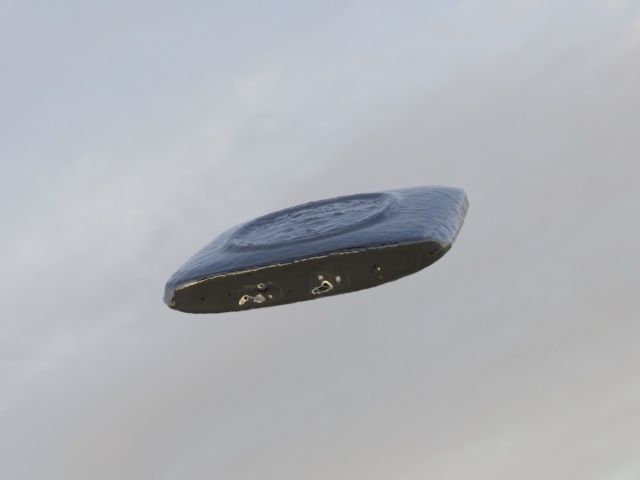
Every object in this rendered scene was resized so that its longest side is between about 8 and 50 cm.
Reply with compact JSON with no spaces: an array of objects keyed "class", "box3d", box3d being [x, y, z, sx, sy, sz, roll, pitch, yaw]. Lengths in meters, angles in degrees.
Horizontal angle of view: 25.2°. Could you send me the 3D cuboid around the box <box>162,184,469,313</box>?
[{"class":"box","box3d":[0.000,0.000,1.056,0.212,0.042,0.201,-10,14,13]}]
